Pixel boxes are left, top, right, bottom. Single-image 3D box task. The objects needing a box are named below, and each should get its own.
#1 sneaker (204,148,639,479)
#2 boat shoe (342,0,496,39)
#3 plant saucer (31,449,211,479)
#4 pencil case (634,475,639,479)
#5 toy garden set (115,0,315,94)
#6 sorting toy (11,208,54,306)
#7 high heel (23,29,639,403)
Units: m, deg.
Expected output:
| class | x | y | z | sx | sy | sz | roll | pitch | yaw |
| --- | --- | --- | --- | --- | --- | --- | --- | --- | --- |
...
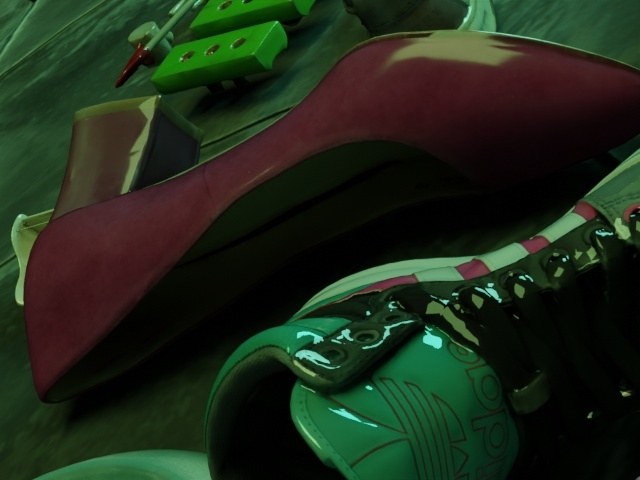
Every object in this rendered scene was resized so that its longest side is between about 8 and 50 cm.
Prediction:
| class | x | y | z | sx | sy | sz | roll | pitch | yaw |
| --- | --- | --- | --- | --- | --- | --- | --- | --- | --- |
| sneaker | 0.070 | 0.049 | 0.488 | 0.296 | 0.123 | 0.178 | -24 | 10 | 33 |
| boat shoe | 0.061 | -0.199 | 0.954 | 0.103 | 0.092 | 0.285 | -25 | 30 | 17 |
| plant saucer | -0.140 | 0.206 | 0.596 | 0.318 | 0.043 | 0.317 | -26 | 30 | 16 |
| pencil case | 0.043 | 0.158 | 0.427 | 0.206 | 0.088 | 0.086 | -34 | 28 | -1 |
| toy garden set | -0.069 | -0.191 | 1.132 | 0.204 | 0.049 | 0.244 | -7 | 39 | 38 |
| sorting toy | -0.179 | 0.012 | 0.941 | 0.083 | 0.045 | 0.075 | -14 | 42 | 33 |
| high heel | 0.000 | 0.000 | 0.745 | 0.377 | 0.127 | 0.181 | -7 | 67 | 34 |
